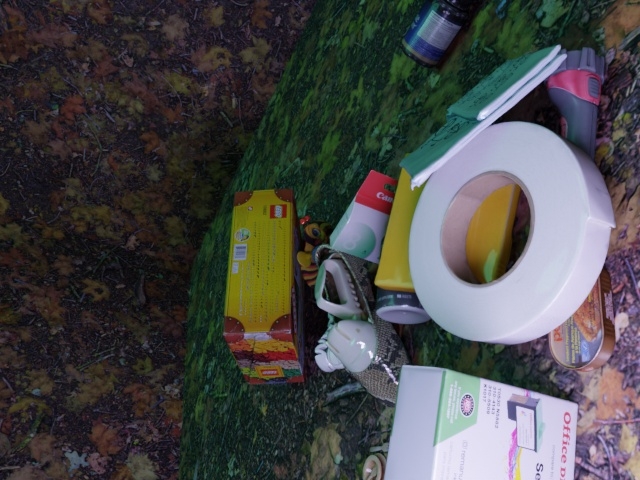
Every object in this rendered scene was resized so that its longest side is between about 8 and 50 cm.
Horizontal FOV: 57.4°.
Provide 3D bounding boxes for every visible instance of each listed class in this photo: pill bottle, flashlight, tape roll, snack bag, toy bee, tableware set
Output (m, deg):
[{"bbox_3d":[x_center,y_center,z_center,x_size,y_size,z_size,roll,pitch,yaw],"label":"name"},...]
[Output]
[{"bbox_3d":[0.201,0.061,1.368,0.130,0.130,0.246,-35,43,56],"label":"pill bottle"},{"bbox_3d":[0.442,-0.185,1.041,0.103,0.103,0.305,6,79,22],"label":"flashlight"},{"bbox_3d":[0.310,-0.013,1.026,0.392,0.071,0.393,-29,55,50],"label":"tape roll"},{"bbox_3d":[0.289,-0.245,1.154,0.342,0.037,0.323,-41,9,11],"label":"snack bag"},{"bbox_3d":[0.000,0.000,1.843,0.298,0.162,0.195,-58,-16,13],"label":"toy bee"},{"bbox_3d":[0.321,-0.592,1.586,0.219,0.122,0.123,-56,27,35],"label":"pill bottle"},{"bbox_3d":[0.143,0.509,1.292,0.194,0.039,0.128,-41,38,52],"label":"tableware set"}]

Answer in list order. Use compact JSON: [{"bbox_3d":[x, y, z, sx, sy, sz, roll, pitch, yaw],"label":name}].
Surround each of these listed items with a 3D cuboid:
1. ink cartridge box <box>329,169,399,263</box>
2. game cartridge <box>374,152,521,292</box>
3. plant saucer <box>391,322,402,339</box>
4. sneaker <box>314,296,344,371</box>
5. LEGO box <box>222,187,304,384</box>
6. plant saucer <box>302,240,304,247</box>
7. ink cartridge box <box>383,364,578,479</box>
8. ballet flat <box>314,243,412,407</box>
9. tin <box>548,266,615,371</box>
[{"bbox_3d":[0.153,-0.050,1.500,0.225,0.180,0.056,-57,27,29],"label":"ink cartridge box"},{"bbox_3d":[0.272,-0.042,1.237,0.285,0.052,0.324,3,72,43],"label":"game cartridge"},{"bbox_3d":[0.179,0.234,1.448,0.083,0.013,0.084,-50,31,45],"label":"plant saucer"},{"bbox_3d":[0.076,0.220,1.610,0.118,0.110,0.292,-12,54,38],"label":"sneaker"},{"bbox_3d":[-0.161,0.147,1.841,0.373,0.192,0.501,82,-174,-56],"label":"LEGO box"},{"bbox_3d":[-0.141,0.112,2.244,0.259,0.047,0.259,-12,63,66],"label":"plant saucer"},{"bbox_3d":[0.248,0.316,0.882,0.117,0.278,0.202,-18,58,60],"label":"ink cartridge box"},{"bbox_3d":[0.071,0.188,1.437,0.164,0.181,0.483,-48,38,26],"label":"ballet flat"},{"bbox_3d":[0.419,0.117,0.945,0.106,0.040,0.190,-29,48,54],"label":"tin"}]
